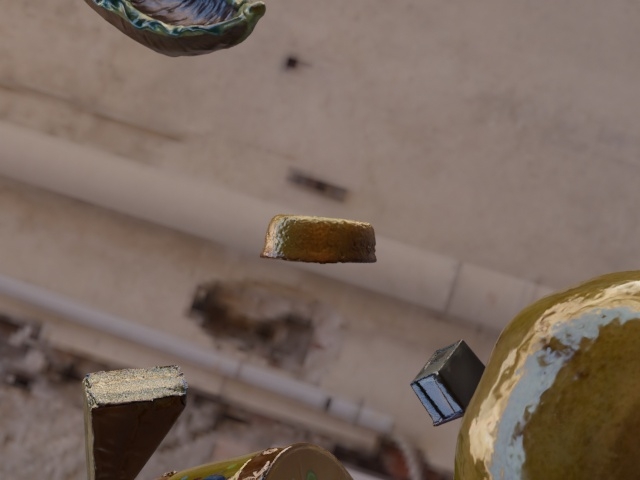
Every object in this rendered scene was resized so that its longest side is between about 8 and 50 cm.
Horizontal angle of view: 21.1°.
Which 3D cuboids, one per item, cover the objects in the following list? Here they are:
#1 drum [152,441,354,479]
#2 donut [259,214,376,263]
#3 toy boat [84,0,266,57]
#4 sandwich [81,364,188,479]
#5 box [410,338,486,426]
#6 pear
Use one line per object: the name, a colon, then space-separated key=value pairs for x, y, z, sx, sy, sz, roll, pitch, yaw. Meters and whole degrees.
drum: x=-0.074 y=0.483 z=2.242 sx=0.431 sy=0.214 sz=0.431 roll=44 pitch=-143 yaw=-48
donut: x=0.000 y=0.000 z=2.139 sx=0.152 sy=0.152 sz=0.058 roll=5 pitch=-90 yaw=-82
toy boat: x=-0.135 y=-0.213 z=1.417 sx=0.108 sy=0.293 sz=0.099 roll=-24 pitch=-45 yaw=-29
sandwich: x=-0.209 y=0.232 z=1.956 sx=0.079 sy=0.113 sz=0.163 roll=-122 pitch=30 yaw=-60
box: x=0.151 y=0.164 z=1.994 sx=0.060 sy=0.063 sz=0.085 roll=-26 pitch=15 yaw=42
pear: x=0.262 y=0.172 z=1.337 sx=0.314 sy=0.314 sz=0.314 roll=17 pitch=-90 yaw=-82
